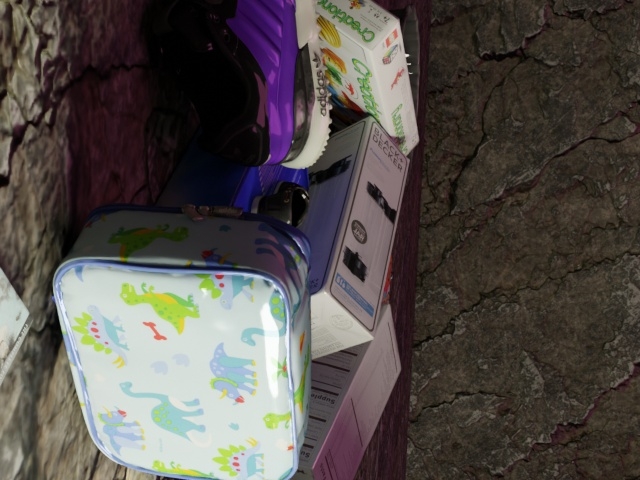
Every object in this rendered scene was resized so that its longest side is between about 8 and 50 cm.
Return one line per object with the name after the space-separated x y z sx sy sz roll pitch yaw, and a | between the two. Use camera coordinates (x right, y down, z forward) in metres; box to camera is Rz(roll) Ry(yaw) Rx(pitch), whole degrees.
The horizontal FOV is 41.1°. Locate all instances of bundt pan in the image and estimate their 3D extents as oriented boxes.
0.096 -0.252 1.510 0.331 0.124 0.330 5 90 -78 | bundt pan

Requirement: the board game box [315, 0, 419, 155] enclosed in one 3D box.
0.025 -0.222 1.046 0.053 0.193 0.305 -48 160 -6 | board game box

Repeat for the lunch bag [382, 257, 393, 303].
0.043 0.137 1.449 0.293 0.120 0.258 -24 122 -75 | lunch bag

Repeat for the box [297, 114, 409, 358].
0.000 0.000 1.015 0.087 0.169 0.290 43 40 -28 | box

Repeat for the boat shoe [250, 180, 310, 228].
-0.031 -0.031 0.840 0.133 0.042 0.048 -41 131 -75 | boat shoe

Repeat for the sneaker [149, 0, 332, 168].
-0.083 -0.205 0.746 0.146 0.102 0.293 -9 85 -42 | sneaker

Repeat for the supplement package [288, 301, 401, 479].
-0.010 0.194 1.034 0.139 0.134 0.244 77 32 -41 | supplement package

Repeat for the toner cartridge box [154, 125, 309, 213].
-0.089 -0.016 0.849 0.347 0.075 0.165 -72 160 -48 | toner cartridge box

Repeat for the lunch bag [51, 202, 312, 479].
-0.096 0.078 0.626 0.090 0.176 0.219 -77 168 -53 | lunch bag

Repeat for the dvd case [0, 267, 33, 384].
-0.205 0.044 0.481 0.119 0.013 0.087 82 17 -49 | dvd case
